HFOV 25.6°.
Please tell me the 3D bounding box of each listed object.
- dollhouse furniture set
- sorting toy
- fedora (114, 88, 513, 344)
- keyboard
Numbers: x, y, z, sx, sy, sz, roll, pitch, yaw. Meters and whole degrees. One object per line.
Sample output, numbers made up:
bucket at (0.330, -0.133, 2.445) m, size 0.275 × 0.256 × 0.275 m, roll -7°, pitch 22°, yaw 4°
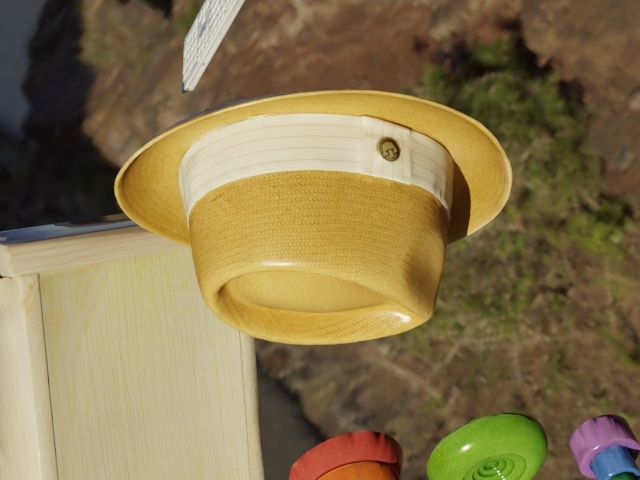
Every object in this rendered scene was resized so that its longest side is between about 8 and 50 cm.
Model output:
dollhouse furniture set at (-0.221, 0.103, 0.973) m, size 0.394 × 0.362 × 0.256 m, roll 7°, pitch 103°, yaw 50°
sorting toy at (0.157, 0.255, 1.373) m, size 0.126 × 0.365 × 0.127 m, roll -110°, pitch 21°, yaw -43°
fedora at (0.000, 0.000, 0.667) m, size 0.194 × 0.194 × 0.079 m, roll -33°, pitch 53°, yaw 49°
keyboard at (-0.091, -0.242, 1.371) m, size 0.256 × 0.014 × 0.072 m, roll 130°, pitch 141°, yaw -51°
